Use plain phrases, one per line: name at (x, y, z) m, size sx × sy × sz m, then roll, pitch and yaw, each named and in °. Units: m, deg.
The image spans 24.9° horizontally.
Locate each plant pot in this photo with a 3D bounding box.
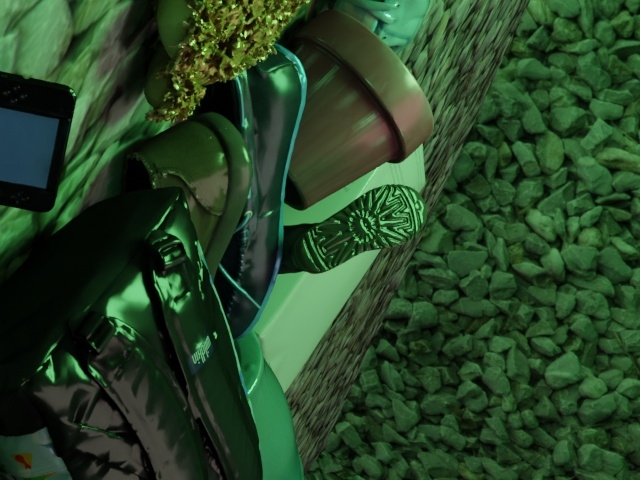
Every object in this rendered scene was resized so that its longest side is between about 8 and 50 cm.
plant pot at (-0.154, 0.220, 1.729) m, size 0.272 × 0.271 × 0.255 m, roll -53°, pitch 157°, yaw -37°
plant pot at (0.002, -0.141, 1.707) m, size 0.180 × 0.201 × 0.201 m, roll -42°, pitch 165°, yaw -13°

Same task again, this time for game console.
game console at (-0.241, -0.056, 1.049) m, size 0.071 × 0.107 × 0.122 m, roll -92°, pitch -163°, yaw -47°

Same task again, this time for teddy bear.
teddy bear at (-0.051, -0.238, 1.356) m, size 0.338 × 0.113 × 0.245 m, roll -48°, pitch 166°, yaw -49°

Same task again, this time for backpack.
backpack at (-0.184, 0.178, 1.330) m, size 0.355 × 0.273 × 0.290 m, roll 59°, pitch 41°, yaw -26°

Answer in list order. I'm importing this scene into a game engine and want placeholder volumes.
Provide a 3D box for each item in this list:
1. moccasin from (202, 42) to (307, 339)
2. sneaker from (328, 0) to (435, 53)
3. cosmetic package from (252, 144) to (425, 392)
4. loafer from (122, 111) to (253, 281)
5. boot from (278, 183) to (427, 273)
moccasin at (-0.114, -0.051, 1.570) m, size 0.117 × 0.137 × 0.342 m, roll -10°, pitch 114°, yaw -46°
sneaker at (0.076, -0.299, 1.738) m, size 0.150 × 0.135 × 0.366 m, roll -61°, pitch 169°, yaw -10°
cosmetic package at (-0.022, -0.012, 1.903) m, size 0.385 × 0.156 × 0.217 m, roll -53°, pitch 159°, yaw -21°
loafer at (-0.185, 0.033, 1.481) m, size 0.130 × 0.134 × 0.366 m, roll -8°, pitch 127°, yaw -39°
boot at (0.000, -0.003, 1.682) m, size 0.189 × 0.076 × 0.208 m, roll -19°, pitch 179°, yaw -26°
